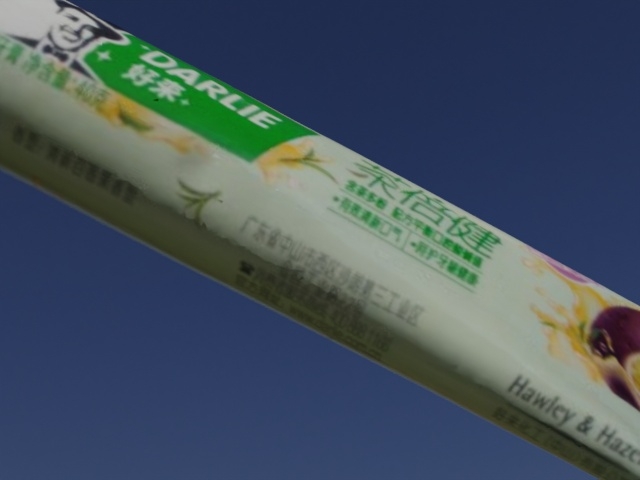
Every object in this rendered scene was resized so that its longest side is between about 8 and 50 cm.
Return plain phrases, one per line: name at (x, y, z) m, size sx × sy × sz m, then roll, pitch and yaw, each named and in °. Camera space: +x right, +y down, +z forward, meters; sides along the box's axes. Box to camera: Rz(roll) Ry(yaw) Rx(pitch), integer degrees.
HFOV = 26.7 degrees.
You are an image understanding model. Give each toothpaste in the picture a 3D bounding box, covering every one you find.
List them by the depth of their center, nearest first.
toothpaste at (0.000, 0.000, 0.375) m, size 0.314 × 0.058 × 0.056 m, roll 27°, pitch -11°, yaw 2°
